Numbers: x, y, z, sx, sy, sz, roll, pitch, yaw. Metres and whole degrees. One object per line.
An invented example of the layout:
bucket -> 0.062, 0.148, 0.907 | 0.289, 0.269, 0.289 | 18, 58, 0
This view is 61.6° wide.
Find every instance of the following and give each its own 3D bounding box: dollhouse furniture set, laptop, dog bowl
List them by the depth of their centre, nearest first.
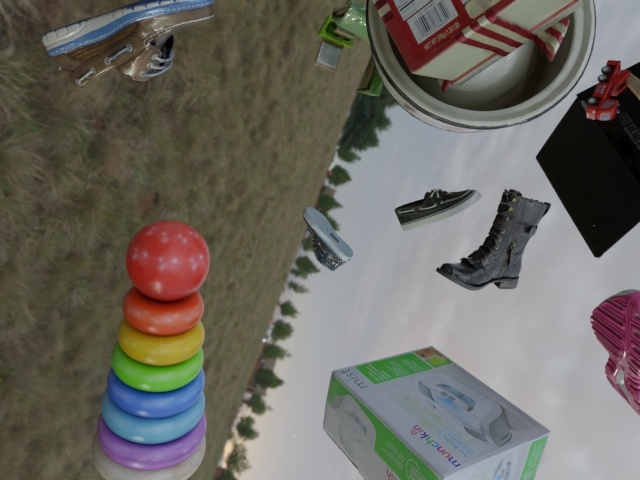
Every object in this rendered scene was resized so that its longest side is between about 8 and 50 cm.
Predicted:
dog bowl -> 0.278, -0.388, 1.003 | 0.150, 0.408, 0.407 | 124, -14, -85
dollhouse furniture set -> 0.098, -0.458, 1.315 | 0.301, 0.198, 0.151 | -123, -128, -71
laptop -> 0.847, -0.229, 1.451 | 0.236, 0.408, 0.381 | 34, 33, -57

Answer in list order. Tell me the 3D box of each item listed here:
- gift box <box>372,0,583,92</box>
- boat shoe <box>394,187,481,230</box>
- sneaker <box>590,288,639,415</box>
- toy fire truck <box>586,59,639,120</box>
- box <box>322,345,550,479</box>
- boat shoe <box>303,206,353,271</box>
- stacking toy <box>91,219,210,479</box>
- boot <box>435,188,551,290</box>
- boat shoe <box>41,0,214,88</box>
gift box -> 0.226, -0.374, 0.817 | 0.255, 0.276, 0.258 | -24, 178, 35
boat shoe -> 0.279, -0.087, 1.307 | 0.219, 0.070, 0.078 | -22, -169, 34
sneaker -> 0.468, 0.146, 0.761 | 0.252, 0.111, 0.103 | 57, 3, -40
toy fire truck -> 0.698, -0.350, 1.208 | 0.192, 0.135, 0.047 | -63, 146, -9
box -> 0.170, 0.303, 0.851 | 0.262, 0.231, 0.126 | 34, -59, 51
boat shoe -> 0.000, 0.000, 1.454 | 0.083, 0.183, 0.065 | -42, 177, 34
stacking toy -> -0.187, 0.131, 0.639 | 0.141, 0.141, 0.330 | -74, 178, -68
boot -> 0.390, -0.008, 1.210 | 0.091, 0.263, 0.229 | 38, -60, 53
boat shoe -> -0.175, -0.192, 0.518 | 0.066, 0.183, 0.066 | -64, 142, -52
